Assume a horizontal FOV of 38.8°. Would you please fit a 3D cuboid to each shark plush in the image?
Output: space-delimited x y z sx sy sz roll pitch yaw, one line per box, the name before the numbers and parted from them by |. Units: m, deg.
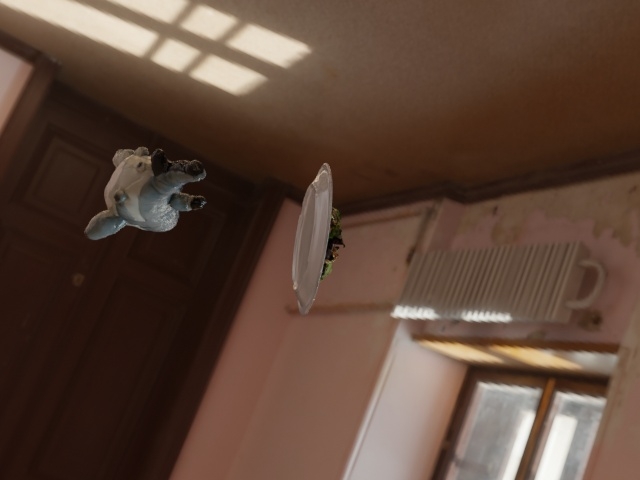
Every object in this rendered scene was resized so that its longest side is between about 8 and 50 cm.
shark plush | -0.113 -0.042 0.659 0.067 0.073 0.161 24 150 -21

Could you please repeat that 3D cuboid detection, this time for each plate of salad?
plate of salad | 0.000 0.000 1.175 0.048 0.200 0.200 10 168 -10
